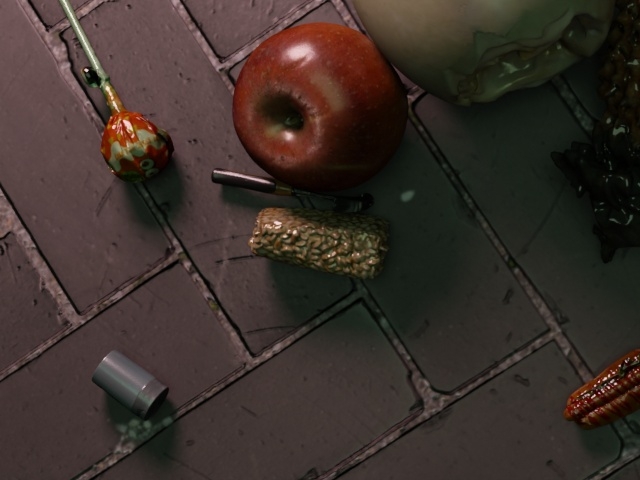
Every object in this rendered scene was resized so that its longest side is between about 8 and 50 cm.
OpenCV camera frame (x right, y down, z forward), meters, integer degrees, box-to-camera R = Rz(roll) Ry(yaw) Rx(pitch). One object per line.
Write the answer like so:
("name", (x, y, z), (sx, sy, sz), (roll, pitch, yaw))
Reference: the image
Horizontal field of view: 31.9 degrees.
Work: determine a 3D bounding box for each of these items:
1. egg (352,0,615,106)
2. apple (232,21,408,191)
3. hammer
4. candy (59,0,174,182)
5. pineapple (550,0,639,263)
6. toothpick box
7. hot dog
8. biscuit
("egg", (0.161, -0.321, 1.225), (0.278, 0.278, 0.336), (-25, 70, 8))
("apple", (0.004, -0.155, 1.301), (0.201, 0.162, 0.201), (14, 119, 27))
("hammer", (-0.039, -0.061, 1.358), (0.200, 0.078, 0.021), (12, 101, 16))
("candy", (-0.270, -0.202, 1.406), (0.084, 0.078, 0.288), (-29, 76, 11))
("pineapple", (0.376, -0.133, 1.233), (0.222, 0.223, 0.357), (29, 104, 9))
("toothpick box", (-0.235, 0.179, 1.390), (0.083, 0.052, 0.052), (34, 94, 10))
("hot dog", (0.347, 0.172, 1.298), (0.144, 0.038, 0.062), (-31, 84, 8))
("biscuit", (0.000, 0.000, 1.343), (0.168, 0.082, 0.071), (8, 103, 6))
